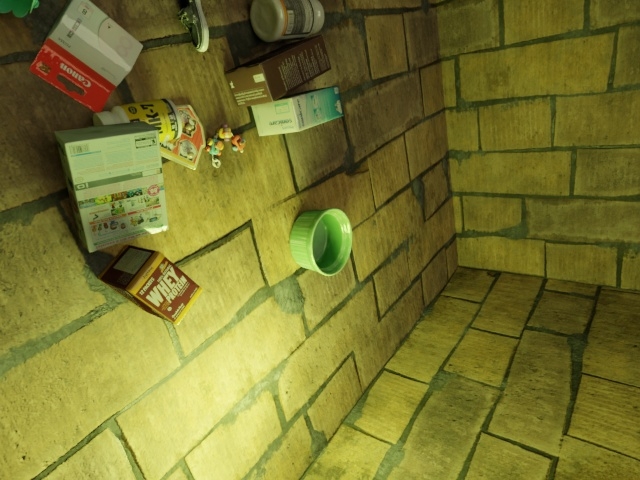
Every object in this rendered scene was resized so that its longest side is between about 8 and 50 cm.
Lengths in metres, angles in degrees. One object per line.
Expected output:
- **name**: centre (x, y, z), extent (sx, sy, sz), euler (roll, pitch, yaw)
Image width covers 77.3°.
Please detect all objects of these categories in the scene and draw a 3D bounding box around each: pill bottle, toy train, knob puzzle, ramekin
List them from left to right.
- **pill bottle**: centre (-0.515, -0.328, 1.135), extent (0.209, 0.119, 0.119), euler (-28, 117, -37)
- **knob puzzle**: centre (-0.447, -0.349, 1.296), extent (0.213, 0.030, 0.213), euler (-10, 103, -50)
- **toy train**: centre (-0.331, -0.340, 1.428), extent (0.166, 0.046, 0.125), euler (-52, 132, -33)
- **pill bottle**: centre (-0.119, -0.849, 1.522), extent (0.278, 0.162, 0.162), euler (-35, 122, -44)
- **ramekin**: centre (0.000, 0.000, 1.810), extent (0.303, 0.148, 0.303), euler (-10, 103, -50)

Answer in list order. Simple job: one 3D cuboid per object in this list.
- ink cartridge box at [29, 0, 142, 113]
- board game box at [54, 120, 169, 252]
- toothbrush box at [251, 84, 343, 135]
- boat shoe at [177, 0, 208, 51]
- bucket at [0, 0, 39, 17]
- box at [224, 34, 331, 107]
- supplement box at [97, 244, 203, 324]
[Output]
- **ink cartridge box**: centre (-0.607, -0.487, 1.057), extent (0.189, 0.066, 0.232), euler (34, 65, -48)
- **board game box**: centre (-0.539, -0.145, 1.063), extent (0.224, 0.098, 0.303), euler (-22, 132, -39)
- **toothbrush box**: centre (-0.085, -0.510, 1.572), extent (0.296, 0.217, 0.126), euler (-35, 121, -42)
- **boat shoe**: centre (-0.411, -0.712, 1.248), extent (0.076, 0.080, 0.228), euler (-20, 110, -42)
- **bucket**: centre (-0.670, -0.624, 0.791), extent (0.281, 0.281, 0.183), euler (43, 62, -46)
- **box**: centre (-0.146, -0.635, 1.496), extent (0.381, 0.191, 0.143), euler (-43, 127, -38)
- **supplement box**: centre (-0.496, 0.128, 1.176), extent (0.129, 0.194, 0.191), euler (-60, 136, -26)
